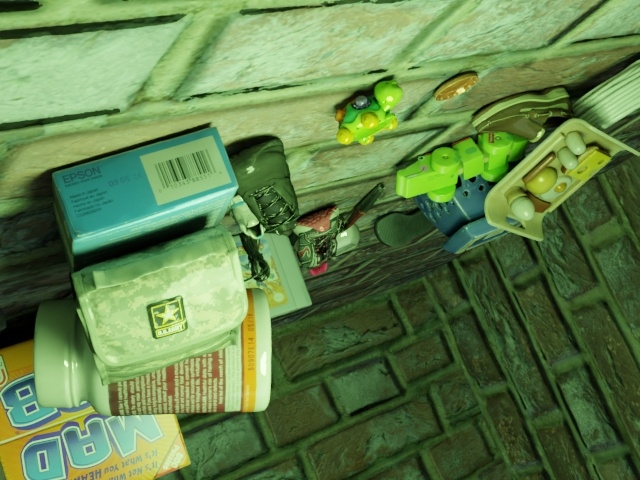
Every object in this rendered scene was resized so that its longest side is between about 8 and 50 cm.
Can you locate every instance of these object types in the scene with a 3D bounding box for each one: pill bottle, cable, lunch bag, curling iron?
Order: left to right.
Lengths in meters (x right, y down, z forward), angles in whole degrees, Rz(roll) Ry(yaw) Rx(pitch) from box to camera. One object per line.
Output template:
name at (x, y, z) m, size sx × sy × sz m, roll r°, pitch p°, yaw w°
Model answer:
pill bottle at (-0.290, 0.195, 1.555) m, size 0.392 × 0.224 × 0.224 m, roll 0°, pitch 165°, yaw -9°
lunch bag at (-0.243, 0.094, 1.326) m, size 0.235 × 0.169 × 0.287 m, roll -17°, pitch 161°, yaw -16°
curling iron at (0.091, -0.073, 2.158) m, size 0.068 × 0.035 × 0.274 m, roll -17°, pitch 168°, yaw -32°
cable at (0.655, -0.311, 1.945) m, size 0.257 × 0.089 × 0.257 m, roll -32°, pitch 176°, yaw -11°

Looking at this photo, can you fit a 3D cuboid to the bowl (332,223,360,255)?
bowl at (0.043, 0.007, 2.413) m, size 0.142 × 0.053 × 0.142 m, roll -26°, pitch 168°, yaw 10°

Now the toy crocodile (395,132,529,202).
toy crocodile at (0.320, -0.180, 1.961) m, size 0.340 × 0.105 × 0.115 m, roll -21°, pitch 142°, yaw -11°

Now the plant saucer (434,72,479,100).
plant saucer at (0.236, -0.270, 1.536) m, size 0.083 × 0.013 × 0.083 m, roll -22°, pitch 171°, yaw -4°

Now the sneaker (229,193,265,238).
sneaker at (-0.136, -0.037, 1.712) m, size 0.071 × 0.083 × 0.191 m, roll -25°, pitch 171°, yaw 2°

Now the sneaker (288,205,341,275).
sneaker at (0.000, 0.000, 2.118) m, size 0.120 × 0.112 × 0.299 m, roll -22°, pitch 169°, yaw -9°

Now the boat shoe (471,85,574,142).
boat shoe at (0.433, -0.252, 1.827) m, size 0.257 × 0.095 × 0.095 m, roll -18°, pitch 169°, yaw -26°

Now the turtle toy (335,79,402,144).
turtle toy at (0.077, -0.201, 1.387) m, size 0.130 × 0.066 × 0.095 m, roll -30°, pitch 170°, yaw 28°

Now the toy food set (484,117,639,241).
toy food set at (0.529, -0.122, 1.920) m, size 0.219 × 0.092 × 0.306 m, roll 15°, pitch 132°, yaw -41°

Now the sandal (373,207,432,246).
sandal at (0.232, -0.038, 2.515) m, size 0.054 × 0.097 × 0.254 m, roll 3°, pitch -171°, yaw 41°

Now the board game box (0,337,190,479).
board game box at (-0.537, 0.372, 1.951) m, size 0.356 × 0.356 × 0.356 m, roll -18°, pitch 179°, yaw -20°

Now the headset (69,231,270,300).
headset at (-0.283, 0.044, 1.694) m, size 0.394 × 0.185 × 0.243 m, roll 2°, pitch 143°, yaw -29°

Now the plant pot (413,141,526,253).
plant pot at (0.381, -0.106, 2.138) m, size 0.236 × 0.212 × 0.236 m, roll -20°, pitch 170°, yaw -12°

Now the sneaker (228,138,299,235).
sneaker at (-0.083, -0.082, 1.467) m, size 0.109 × 0.130 × 0.286 m, roll -23°, pitch 169°, yaw 7°

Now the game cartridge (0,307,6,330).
game cartridge at (-0.784, 0.226, 1.697) m, size 0.230 × 0.068 × 0.355 m, roll -7°, pitch 161°, yaw -45°

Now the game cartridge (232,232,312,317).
game cartridge at (-0.162, 0.086, 1.946) m, size 0.297 × 0.198 × 0.062 m, roll -14°, pitch 175°, yaw -43°

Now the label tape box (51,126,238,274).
label tape box at (-0.276, -0.036, 1.340) m, size 0.240 × 0.106 × 0.334 m, roll -19°, pitch 170°, yaw -20°

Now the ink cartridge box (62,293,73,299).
ink cartridge box at (-0.420, 0.101, 1.890) m, size 0.223 × 0.045 × 0.224 m, roll -28°, pitch 170°, yaw 27°
